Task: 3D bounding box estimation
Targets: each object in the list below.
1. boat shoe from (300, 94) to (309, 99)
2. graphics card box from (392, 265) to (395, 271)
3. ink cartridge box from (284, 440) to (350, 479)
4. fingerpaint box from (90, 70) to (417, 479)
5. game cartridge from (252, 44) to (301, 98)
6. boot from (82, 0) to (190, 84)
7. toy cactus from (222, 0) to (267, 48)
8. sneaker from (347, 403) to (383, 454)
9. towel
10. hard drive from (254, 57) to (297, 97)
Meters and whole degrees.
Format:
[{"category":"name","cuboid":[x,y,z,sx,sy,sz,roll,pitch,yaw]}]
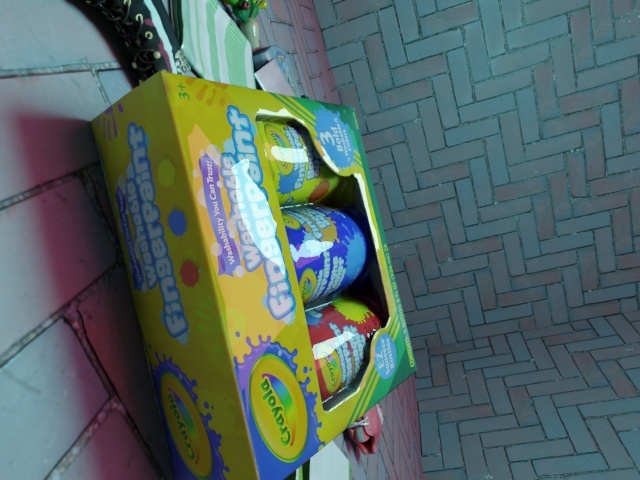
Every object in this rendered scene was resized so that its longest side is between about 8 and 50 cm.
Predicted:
[{"category":"boat shoe","cuboid":[0.007,-0.361,1.674,0.127,0.113,0.339,-34,110,-75]},{"category":"graphics card box","cuboid":[0.052,-0.031,1.270,0.370,0.094,0.233,54,9,7]},{"category":"ink cartridge box","cuboid":[-0.029,0.422,0.790,0.188,0.097,0.255,-88,158,-48]},{"category":"fingerpaint box","cuboid":[-0.056,0.033,0.648,0.371,0.163,0.444,-11,88,-53]},{"category":"game cartridge","cuboid":[-0.121,-0.478,1.409,0.297,0.062,0.197,-63,142,-70]},{"category":"boot","cuboid":[-0.252,-0.287,0.613,0.236,0.085,0.178,-81,156,-60]},{"category":"toy cactus","cuboid":[-0.182,-0.593,1.206,0.219,0.112,0.180,-96,177,-64]},{"category":"sneaker","cuboid":[0.112,0.468,1.275,0.136,0.116,0.313,-84,156,-52]},{"category":"towel","cuboid":[-0.213,-0.409,0.994,0.325,0.038,0.247,39,40,-69]},{"category":"hard drive","cuboid":[-0.120,-0.406,1.260,0.094,0.022,0.135,-51,123,-32]}]
